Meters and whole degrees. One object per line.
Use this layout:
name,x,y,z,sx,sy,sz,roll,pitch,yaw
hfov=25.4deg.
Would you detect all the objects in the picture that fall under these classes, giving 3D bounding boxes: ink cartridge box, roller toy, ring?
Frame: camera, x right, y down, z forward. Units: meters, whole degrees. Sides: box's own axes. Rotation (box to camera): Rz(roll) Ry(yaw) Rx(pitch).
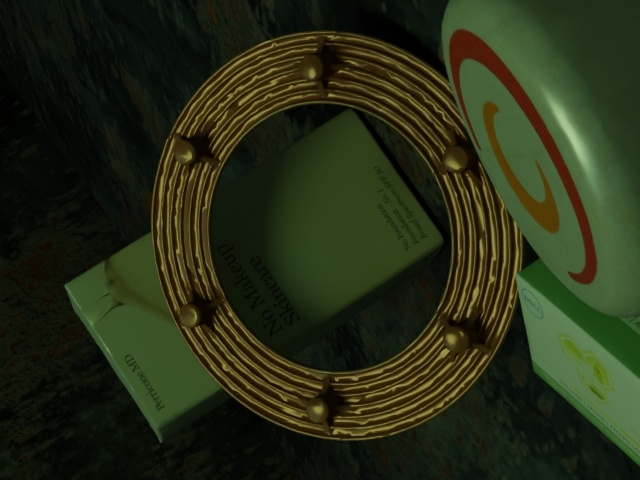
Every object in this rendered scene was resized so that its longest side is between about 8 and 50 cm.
ink cartridge box,0.209,0.055,1.009,0.171,0.056,0.235,44,162,42
roller toy,0.165,-0.070,0.717,0.191,0.146,0.209,60,174,29
ring,0.000,0.000,1.143,0.336,0.336,0.032,55,-154,9

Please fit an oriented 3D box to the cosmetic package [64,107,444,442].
cosmetic package,-0.060,0.032,1.308,0.160,0.309,0.113,54,167,9
